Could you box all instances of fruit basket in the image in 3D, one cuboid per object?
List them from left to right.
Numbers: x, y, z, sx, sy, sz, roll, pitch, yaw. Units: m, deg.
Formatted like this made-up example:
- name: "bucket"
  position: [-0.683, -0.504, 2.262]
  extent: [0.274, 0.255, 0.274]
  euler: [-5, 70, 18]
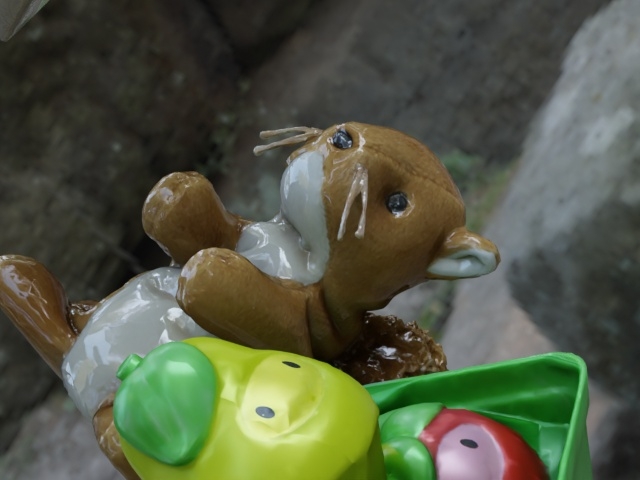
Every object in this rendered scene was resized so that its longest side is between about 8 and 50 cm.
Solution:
- name: "fruit basket"
  position: [0.032, 0.200, 1.273]
  extent: [0.282, 0.392, 0.392]
  euler: [-12, 32, 25]

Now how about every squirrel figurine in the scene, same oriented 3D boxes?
- name: "squirrel figurine"
  position: [-0.017, 0.084, 1.549]
  extent: [0.370, 0.397, 0.281]
  euler: [-40, 38, -6]

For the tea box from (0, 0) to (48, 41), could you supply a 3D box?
- name: "tea box"
  position: [-0.256, -0.399, 1.379]
  extent: [0.323, 0.329, 0.220]
  euler: [-55, 5, -33]
